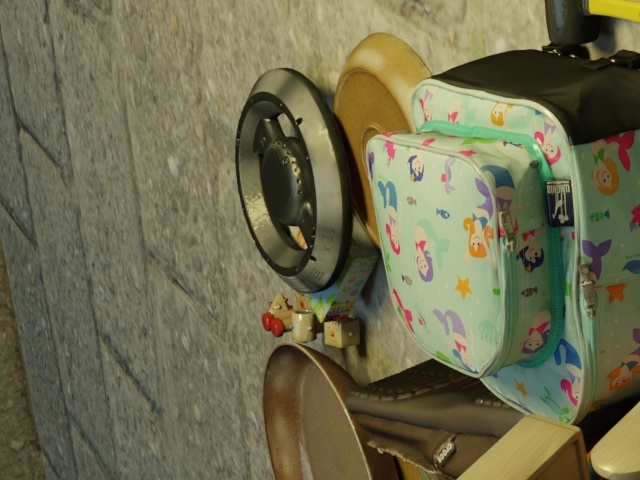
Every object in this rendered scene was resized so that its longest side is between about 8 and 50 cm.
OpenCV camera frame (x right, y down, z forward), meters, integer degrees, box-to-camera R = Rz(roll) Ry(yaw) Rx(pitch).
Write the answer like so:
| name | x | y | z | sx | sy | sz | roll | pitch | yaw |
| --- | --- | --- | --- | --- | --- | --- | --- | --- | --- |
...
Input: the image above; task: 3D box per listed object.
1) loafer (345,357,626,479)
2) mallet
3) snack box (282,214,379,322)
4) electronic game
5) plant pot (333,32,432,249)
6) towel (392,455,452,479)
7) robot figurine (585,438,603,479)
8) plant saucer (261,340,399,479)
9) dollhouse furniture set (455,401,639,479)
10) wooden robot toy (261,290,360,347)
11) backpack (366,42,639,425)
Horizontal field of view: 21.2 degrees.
| name | x | y | z | sx | sy | sz | roll | pitch | yaw |
| --- | --- | --- | --- | --- | --- | --- | --- | --- | --- |
| loafer | 0.134 | 0.175 | 1.454 | 0.366 | 0.134 | 0.130 | 1 | 109 | 68 |
| mallet | 0.212 | -0.162 | 1.144 | 0.190 | 0.039 | 0.062 | 13 | 116 | 61 |
| snack box | 0.000 | 0.000 | 1.771 | 0.141 | 0.037 | 0.100 | 59 | 142 | 33 |
| electronic game | -0.027 | -0.059 | 1.720 | 0.229 | 0.048 | 0.229 | 33 | 128 | 57 |
| plant pot | 0.067 | -0.073 | 1.581 | 0.236 | 0.032 | 0.236 | 51 | 151 | 44 |
| towel | 0.119 | 0.322 | 1.751 | 0.271 | 0.040 | 0.370 | 64 | 157 | 23 |
| robot figurine | 0.245 | 0.213 | 1.199 | 0.211 | 0.085 | 0.291 | 46 | 144 | 11 |
| plant saucer | 0.018 | 0.253 | 1.834 | 0.310 | 0.050 | 0.310 | 48 | 146 | 49 |
| dollhouse furniture set | 0.187 | 0.217 | 1.055 | 0.242 | 0.161 | 0.212 | 14 | 128 | 42 |
| wooden robot toy | -0.018 | 0.063 | 1.860 | 0.173 | 0.076 | 0.079 | -156 | 63 | -63 |
| backpack | 0.155 | 0.006 | 1.219 | 0.225 | 0.191 | 0.253 | 24 | 133 | 63 |
